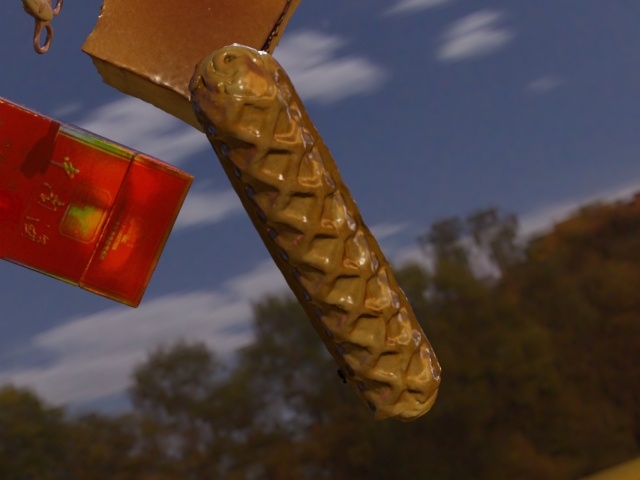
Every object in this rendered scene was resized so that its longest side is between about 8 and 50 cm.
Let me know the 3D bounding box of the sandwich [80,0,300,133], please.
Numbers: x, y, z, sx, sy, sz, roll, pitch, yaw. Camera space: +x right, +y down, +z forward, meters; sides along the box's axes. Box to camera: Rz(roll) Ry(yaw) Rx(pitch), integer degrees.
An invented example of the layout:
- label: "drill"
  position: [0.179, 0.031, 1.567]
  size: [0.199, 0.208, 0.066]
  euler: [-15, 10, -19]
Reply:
- label: "sandwich"
  position: [-0.104, -0.198, 1.602]
  size: [0.193, 0.162, 0.058]
  euler: [-61, -5, -22]

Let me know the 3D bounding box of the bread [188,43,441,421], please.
- label: "bread"
  position: [0.001, 0.000, 1.496]
  size: [0.077, 0.367, 0.084]
  euler: [-13, 37, 24]

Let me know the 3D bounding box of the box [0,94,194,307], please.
- label: "box"
  position: [-0.349, -0.056, 2.585]
  size: [0.313, 0.197, 0.089]
  euler: [21, 4, -26]

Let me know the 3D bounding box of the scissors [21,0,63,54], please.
- label: "scissors"
  position: [-0.318, -0.263, 2.184]
  size: [0.022, 0.085, 0.176]
  euler: [16, -6, 8]
